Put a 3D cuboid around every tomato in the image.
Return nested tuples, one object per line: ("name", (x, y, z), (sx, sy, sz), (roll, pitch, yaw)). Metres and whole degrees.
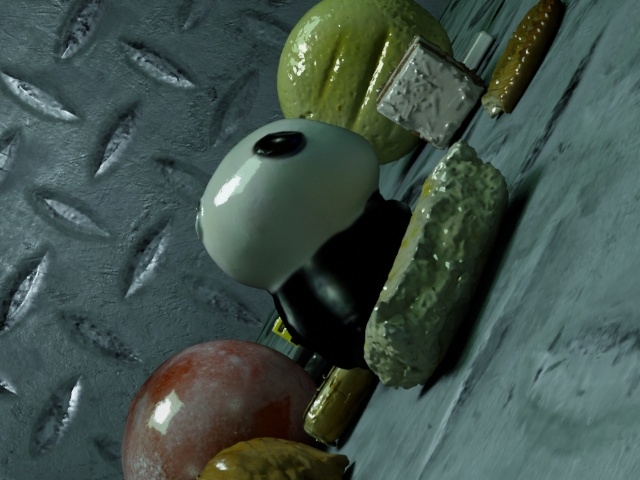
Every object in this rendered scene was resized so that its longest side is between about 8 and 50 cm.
("tomato", (-0.131, 0.247, 1.574), (0.270, 0.227, 0.270), (-57, 2, 3))

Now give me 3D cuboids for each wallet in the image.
("wallet", (0.013, 0.138, 1.868), (0.169, 0.052, 0.245), (-63, -5, 34))

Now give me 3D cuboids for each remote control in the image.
("remote control", (0.232, -0.267, 2.156), (0.190, 0.029, 0.087), (-59, 4, 6))

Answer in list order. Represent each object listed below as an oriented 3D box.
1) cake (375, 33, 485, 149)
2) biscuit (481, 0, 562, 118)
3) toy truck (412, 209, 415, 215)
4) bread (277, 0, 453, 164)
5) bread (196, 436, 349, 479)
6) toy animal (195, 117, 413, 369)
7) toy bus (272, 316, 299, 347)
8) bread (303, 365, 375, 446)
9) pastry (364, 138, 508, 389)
("cake", (0.166, -0.224, 1.916), (0.135, 0.135, 0.147), (-57, 4, 9))
("biscuit", (0.258, -0.241, 1.654), (0.176, 0.031, 0.228), (-58, 5, 10))
("toy truck", (0.109, 0.016, 1.506), (0.063, 0.052, 0.123), (-67, 6, -27))
("bread", (0.077, -0.291, 2.258), (0.321, 0.320, 0.237), (-59, -6, 17))
("bread", (-0.072, 0.293, 1.244), (0.229, 0.139, 0.143), (-64, -3, -54))
("toy animal", (0.002, -0.004, 1.361), (0.212, 0.267, 0.212), (-40, 4, 3))
("toy bus", (-0.020, 0.125, 2.037), (0.081, 0.074, 0.226), (-61, -5, 6))
("bread", (0.023, 0.178, 1.430), (0.106, 0.053, 0.072), (-58, -20, -15))
("pastry", (0.110, 0.021, 1.202), (0.258, 0.089, 0.121), (-62, 1, -35))
